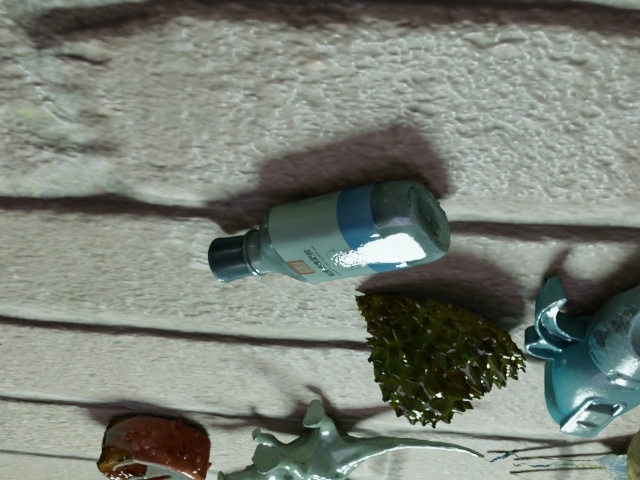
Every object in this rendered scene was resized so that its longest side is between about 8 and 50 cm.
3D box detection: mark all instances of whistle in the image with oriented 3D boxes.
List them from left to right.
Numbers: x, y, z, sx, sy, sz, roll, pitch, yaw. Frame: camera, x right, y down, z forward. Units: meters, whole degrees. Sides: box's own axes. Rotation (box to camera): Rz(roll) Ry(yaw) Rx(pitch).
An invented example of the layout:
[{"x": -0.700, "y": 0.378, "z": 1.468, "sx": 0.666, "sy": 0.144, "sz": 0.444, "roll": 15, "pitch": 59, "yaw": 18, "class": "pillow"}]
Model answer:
[{"x": 0.278, "y": 0.108, "z": 0.879, "sx": 0.186, "sy": 0.093, "sz": 0.274, "roll": 12, "pitch": 145, "yaw": -5, "class": "whistle"}]

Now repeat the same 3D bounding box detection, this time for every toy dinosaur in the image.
[{"x": 0.008, "y": 0.271, "z": 1.199, "sx": 0.393, "sy": 0.092, "sz": 0.205, "roll": -13, "pitch": 149, "yaw": 10, "class": "toy dinosaur"}]

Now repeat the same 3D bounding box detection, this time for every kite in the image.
[{"x": 0.385, "y": 0.307, "z": 1.228, "sx": 0.310, "sy": 0.015, "sz": 0.169, "roll": -9, "pitch": 145, "yaw": 35, "class": "kite"}]

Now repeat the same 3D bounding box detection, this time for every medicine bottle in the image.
[{"x": 0.000, "y": 0.000, "z": 0.785, "sx": 0.209, "sy": 0.053, "sz": 0.090, "roll": -12, "pitch": 145, "yaw": 29, "class": "medicine bottle"}]

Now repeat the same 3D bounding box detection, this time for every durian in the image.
[{"x": 0.121, "y": 0.130, "z": 0.900, "sx": 0.187, "sy": 0.108, "sz": 0.119, "roll": 30, "pitch": 160, "yaw": -29, "class": "durian"}]

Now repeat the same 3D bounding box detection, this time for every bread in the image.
[{"x": -0.229, "y": 0.302, "z": 1.314, "sx": 0.161, "sy": 0.073, "sz": 0.160, "roll": 8, "pitch": 148, "yaw": 5, "class": "bread"}]

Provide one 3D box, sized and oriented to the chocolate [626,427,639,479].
[{"x": 0.490, "y": 0.246, "z": 1.027, "sx": 0.310, "sy": 0.134, "sz": 0.134, "roll": 1, "pitch": 149, "yaw": 2, "class": "chocolate"}]
